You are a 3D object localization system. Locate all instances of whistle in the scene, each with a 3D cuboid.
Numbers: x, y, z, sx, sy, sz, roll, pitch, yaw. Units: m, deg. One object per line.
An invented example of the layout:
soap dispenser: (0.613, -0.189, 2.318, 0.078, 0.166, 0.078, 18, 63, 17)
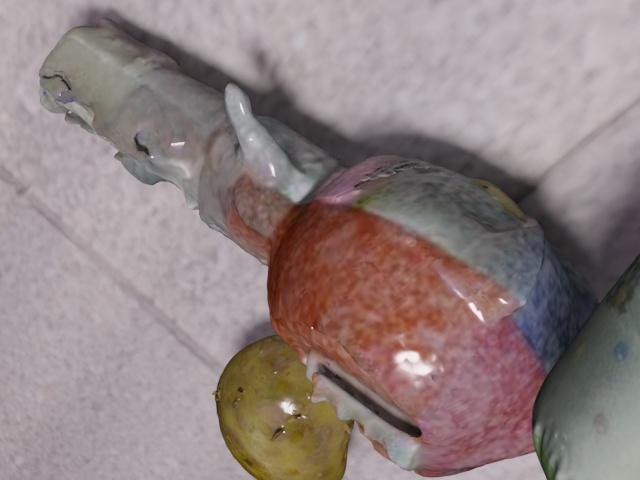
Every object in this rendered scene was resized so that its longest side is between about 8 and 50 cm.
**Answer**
whistle: (-0.001, 0.000, 0.588, 0.346, 0.133, 0.142, 35, -179, 22)

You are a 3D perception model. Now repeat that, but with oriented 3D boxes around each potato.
potato: (-0.022, 0.113, 0.761, 0.091, 0.070, 0.138, 28, 142, 19)

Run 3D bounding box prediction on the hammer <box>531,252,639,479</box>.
hammer: (0.258, 0.087, 0.436, 0.335, 0.119, 0.206, 30, 117, -5)
